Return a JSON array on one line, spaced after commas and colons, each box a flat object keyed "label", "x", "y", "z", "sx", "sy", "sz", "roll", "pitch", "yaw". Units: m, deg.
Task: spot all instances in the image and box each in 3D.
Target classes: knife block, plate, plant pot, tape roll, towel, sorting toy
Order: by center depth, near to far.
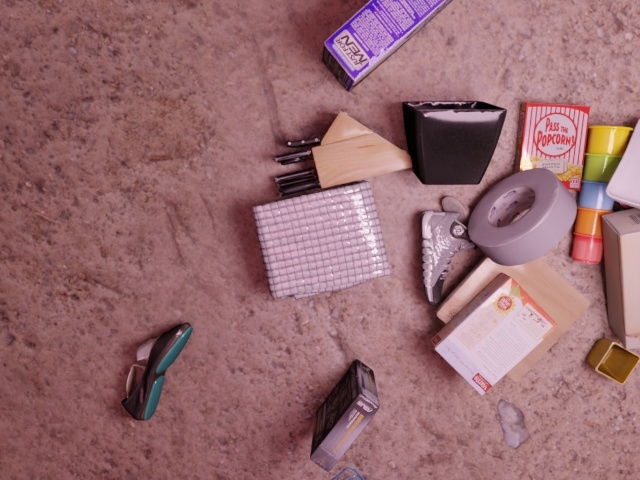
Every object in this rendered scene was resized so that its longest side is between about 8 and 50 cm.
[{"label": "plate", "x": 0.765, "y": -0.124, "z": 1.081, "sx": 0.277, "sy": 0.045, "sz": 0.278, "roll": 25, "pitch": 61, "yaw": 24}, {"label": "tape roll", "x": 0.432, "y": -0.052, "z": 1.135, "sx": 0.072, "sy": 0.219, "sz": 0.219, "roll": 41, "pitch": 96, "yaw": -21}, {"label": "plant pot", "x": 0.284, "y": -0.217, "z": 1.161, "sx": 0.187, "sy": 0.188, "sz": 0.167, "roll": -1, "pitch": 109, "yaw": 0}, {"label": "knife block", "x": 0.036, "y": -0.159, "z": 1.209, "sx": 0.275, "sy": 0.088, "sz": 0.242, "roll": 31, "pitch": 97, "yaw": -4}, {"label": "towel", "x": 0.000, "y": 0.000, "z": 1.217, "sx": 0.283, "sy": 0.121, "sz": 0.235, "roll": -13, "pitch": 99, "yaw": 0}, {"label": "sorting toy", "x": 0.446, "y": 0.152, "z": 1.250, "sx": 0.257, "sy": 0.089, "sz": 0.255, "roll": 40, "pitch": 96, "yaw": -4}, {"label": "plant pot", "x": 0.701, "y": 0.284, "z": 1.270, "sx": 0.081, "sy": 0.083, "sz": 0.081, "roll": 29, "pitch": 97, "yaw": -4}]

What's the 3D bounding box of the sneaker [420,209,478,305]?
[{"label": "sneaker", "x": 0.305, "y": 0.041, "z": 1.225, "sx": 0.132, "sy": 0.086, "sz": 0.229, "roll": -3, "pitch": 97, "yaw": 13}]

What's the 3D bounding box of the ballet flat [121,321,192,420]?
[{"label": "ballet flat", "x": -0.411, "y": 0.307, "z": 1.271, "sx": 0.096, "sy": 0.095, "sz": 0.280, "roll": 28, "pitch": 97, "yaw": 8}]

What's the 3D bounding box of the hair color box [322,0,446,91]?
[{"label": "hair color box", "x": 0.162, "y": -0.477, "z": 1.117, "sx": 0.339, "sy": 0.185, "sz": 0.110, "roll": -39, "pitch": 97, "yaw": 5}]

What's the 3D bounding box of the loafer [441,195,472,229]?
[{"label": "loafer", "x": 0.341, "y": -0.062, "z": 1.251, "sx": 0.125, "sy": 0.039, "sz": 0.045, "roll": 45, "pitch": 133, "yaw": -4}]

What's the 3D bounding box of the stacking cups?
[{"label": "stacking cups", "x": 0.651, "y": -0.104, "z": 1.217, "sx": 0.096, "sy": 0.096, "sz": 0.316, "roll": 2, "pitch": 99, "yaw": 0}]

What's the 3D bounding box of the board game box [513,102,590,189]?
[{"label": "board game box", "x": 0.535, "y": -0.218, "z": 1.221, "sx": 0.146, "sy": 0.045, "sz": 0.194, "roll": 3, "pitch": 98, "yaw": 1}]

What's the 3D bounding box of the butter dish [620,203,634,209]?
[{"label": "butter dish", "x": 0.784, "y": -0.129, "z": 1.181, "sx": 0.160, "sy": 0.118, "sz": 0.160, "roll": 27, "pitch": 71, "yaw": -6}]

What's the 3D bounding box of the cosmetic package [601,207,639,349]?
[{"label": "cosmetic package", "x": 0.739, "y": 0.081, "z": 1.174, "sx": 0.160, "sy": 0.113, "sz": 0.309, "roll": -14, "pitch": 115, "yaw": 13}]

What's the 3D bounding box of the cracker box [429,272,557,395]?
[{"label": "cracker box", "x": 0.385, "y": 0.209, "z": 1.178, "sx": 0.232, "sy": 0.067, "sz": 0.156, "roll": -44, "pitch": 95, "yaw": 5}]

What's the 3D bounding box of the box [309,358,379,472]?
[{"label": "box", "x": 0.055, "y": 0.395, "z": 1.210, "sx": 0.056, "sy": 0.231, "sz": 0.183, "roll": 36, "pitch": 96, "yaw": -1}]

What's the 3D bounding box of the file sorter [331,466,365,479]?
[{"label": "file sorter", "x": 0.078, "y": 0.659, "z": 1.279, "sx": 0.104, "sy": 0.170, "sz": 0.118, "roll": -39, "pitch": 96, "yaw": 1}]
